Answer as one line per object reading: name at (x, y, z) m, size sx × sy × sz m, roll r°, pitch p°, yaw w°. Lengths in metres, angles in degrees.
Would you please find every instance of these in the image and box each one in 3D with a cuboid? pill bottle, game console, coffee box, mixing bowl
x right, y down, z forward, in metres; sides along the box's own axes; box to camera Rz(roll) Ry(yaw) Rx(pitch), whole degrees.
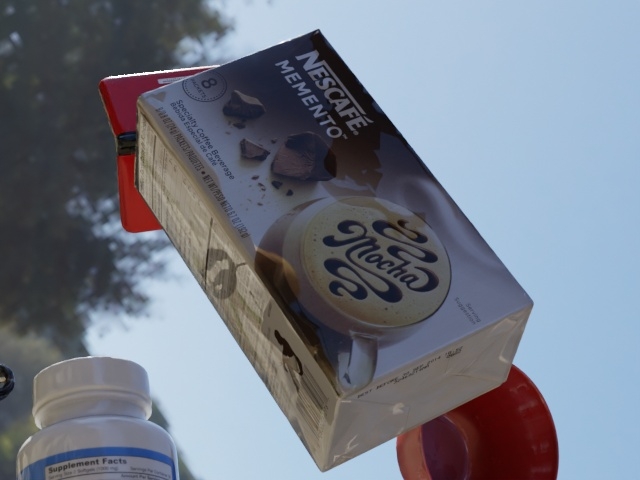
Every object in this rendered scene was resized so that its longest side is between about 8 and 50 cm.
pill bottle at (-0.165, 0.206, 1.203) m, size 0.124 × 0.124 × 0.221 m, roll 96°, pitch -13°, yaw -61°
game console at (-0.125, -0.087, 1.472) m, size 0.085 × 0.144 × 0.124 m, roll 105°, pitch -30°, yaw -47°
coffee box at (0.000, 0.000, 1.207) m, size 0.297 × 0.168 × 0.119 m, roll 55°, pitch -25°, yaw 27°
mixing bowl at (0.144, 0.213, 1.638) m, size 0.098 × 0.181 × 0.181 m, roll -23°, pitch -78°, yaw 51°

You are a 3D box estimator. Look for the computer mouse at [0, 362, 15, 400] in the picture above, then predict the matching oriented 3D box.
computer mouse at (-0.387, 0.142, 1.442) m, size 0.071 × 0.242 × 0.041 m, roll 49°, pitch -44°, yaw 33°
